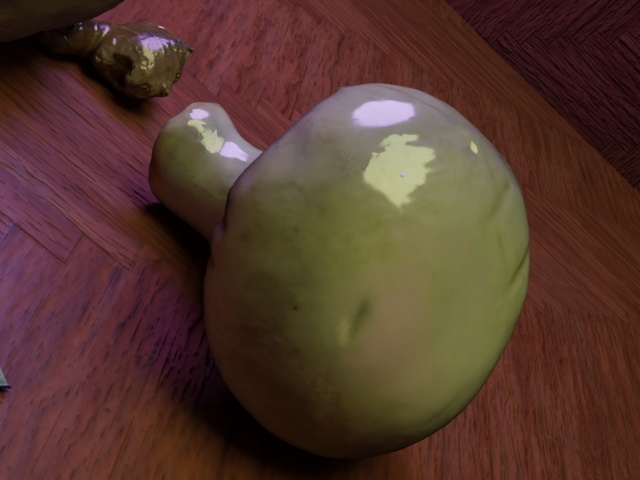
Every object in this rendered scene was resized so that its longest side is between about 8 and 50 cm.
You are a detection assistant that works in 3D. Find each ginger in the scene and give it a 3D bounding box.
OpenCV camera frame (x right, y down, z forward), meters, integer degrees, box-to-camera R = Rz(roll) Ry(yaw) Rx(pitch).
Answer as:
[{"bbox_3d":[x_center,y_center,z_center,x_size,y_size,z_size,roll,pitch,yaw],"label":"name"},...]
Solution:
[{"bbox_3d":[-0.203,-0.182,1.052,0.165,0.067,0.096,0,56,-40],"label":"ginger"}]

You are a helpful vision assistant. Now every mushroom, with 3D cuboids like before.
[{"bbox_3d":[0.028,-0.003,0.882,0.356,0.315,0.315,60,25,2],"label":"mushroom"}]

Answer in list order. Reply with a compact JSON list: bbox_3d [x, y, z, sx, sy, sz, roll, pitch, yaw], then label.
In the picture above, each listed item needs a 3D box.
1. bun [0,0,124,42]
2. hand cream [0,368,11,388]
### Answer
[{"bbox_3d":[-0.320,-0.334,0.913,0.360,0.211,0.359,44,29,-32],"label":"bun"},{"bbox_3d":[-0.233,0.059,0.703,0.030,0.019,0.093,10,51,-57],"label":"hand cream"}]
